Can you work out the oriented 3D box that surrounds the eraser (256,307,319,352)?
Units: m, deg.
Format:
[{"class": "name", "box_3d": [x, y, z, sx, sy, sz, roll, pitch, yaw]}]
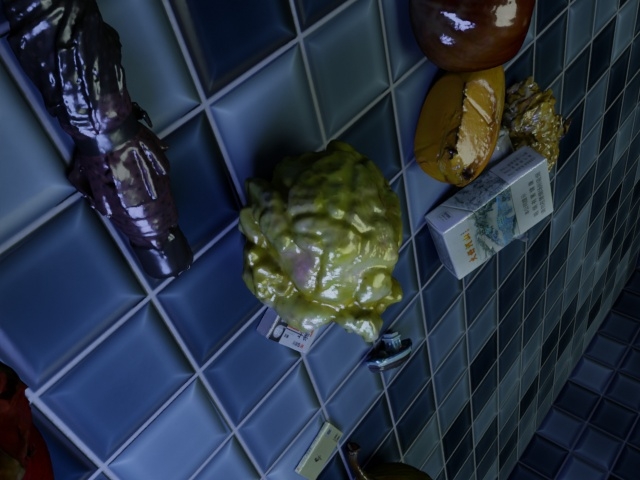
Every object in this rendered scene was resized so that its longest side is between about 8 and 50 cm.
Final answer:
[{"class": "eraser", "box_3d": [-0.049, 0.139, 0.932, 0.052, 0.029, 0.122, -61, 144, -7]}]

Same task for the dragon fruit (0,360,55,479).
[{"class": "dragon fruit", "box_3d": [-0.326, 0.211, 0.386, 0.296, 0.296, 0.301, 25, 78, -55]}]

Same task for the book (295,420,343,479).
[{"class": "book", "box_3d": [-0.002, 0.414, 1.165, 0.111, 0.014, 0.077, -55, 142, -16]}]

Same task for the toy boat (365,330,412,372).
[{"class": "toy boat", "box_3d": [0.144, 0.222, 1.212, 0.140, 0.059, 0.066, -13, 93, -47]}]

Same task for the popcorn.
[{"class": "popcorn", "box_3d": [0.000, 0.000, 0.760, 0.259, 0.212, 0.259, 3, 90, -90]}]

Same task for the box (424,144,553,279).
[{"class": "box", "box_3d": [0.350, -0.056, 1.217, 0.257, 0.069, 0.164, -36, 135, -4]}]

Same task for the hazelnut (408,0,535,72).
[{"class": "hazelnut", "box_3d": [0.229, -0.363, 0.898, 0.181, 0.181, 0.212, -62, 160, -61]}]

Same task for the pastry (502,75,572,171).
[{"class": "pastry", "box_3d": [0.478, -0.247, 1.325, 0.154, 0.102, 0.250, -61, 142, -9]}]

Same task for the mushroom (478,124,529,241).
[{"class": "mushroom", "box_3d": [0.408, -0.117, 1.320, 0.109, 0.097, 0.351, -53, 140, -14]}]

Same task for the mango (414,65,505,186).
[{"class": "mango", "box_3d": [0.251, -0.219, 1.032, 0.154, 0.126, 0.252, 28, 79, -42]}]

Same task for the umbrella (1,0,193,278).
[{"class": "umbrella", "box_3d": [-0.193, -0.090, 0.563, 0.094, 0.090, 0.326, -46, 141, -31]}]

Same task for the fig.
[{"class": "fig", "box_3d": [0.134, 0.557, 1.322, 0.217, 0.217, 0.320, -47, 112, -25]}]
